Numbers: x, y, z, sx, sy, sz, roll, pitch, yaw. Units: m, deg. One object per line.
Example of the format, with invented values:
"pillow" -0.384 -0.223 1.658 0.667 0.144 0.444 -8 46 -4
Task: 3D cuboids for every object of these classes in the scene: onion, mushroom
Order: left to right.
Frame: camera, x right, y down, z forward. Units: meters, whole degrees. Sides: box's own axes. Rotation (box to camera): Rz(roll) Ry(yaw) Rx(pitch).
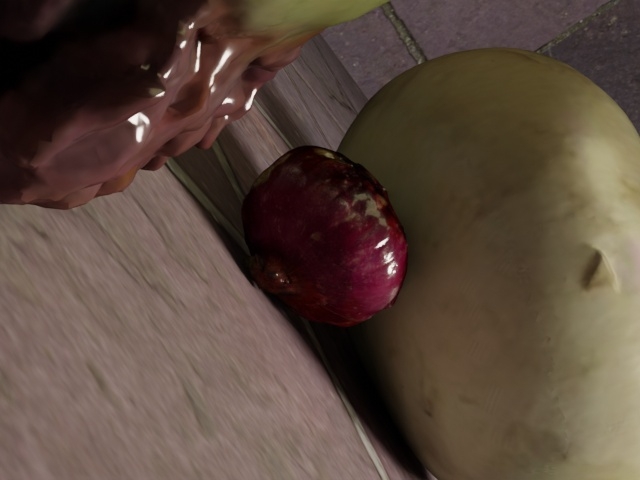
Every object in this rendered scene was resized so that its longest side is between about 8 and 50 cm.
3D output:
"onion" 0.000 0.000 1.042 0.107 0.097 0.107 41 -29 29
"mushroom" 0.175 0.005 1.177 0.314 0.336 0.314 56 -20 33

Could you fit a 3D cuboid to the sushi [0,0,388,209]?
"sushi" -0.057 -0.140 0.462 0.236 0.270 0.171 44 9 7
